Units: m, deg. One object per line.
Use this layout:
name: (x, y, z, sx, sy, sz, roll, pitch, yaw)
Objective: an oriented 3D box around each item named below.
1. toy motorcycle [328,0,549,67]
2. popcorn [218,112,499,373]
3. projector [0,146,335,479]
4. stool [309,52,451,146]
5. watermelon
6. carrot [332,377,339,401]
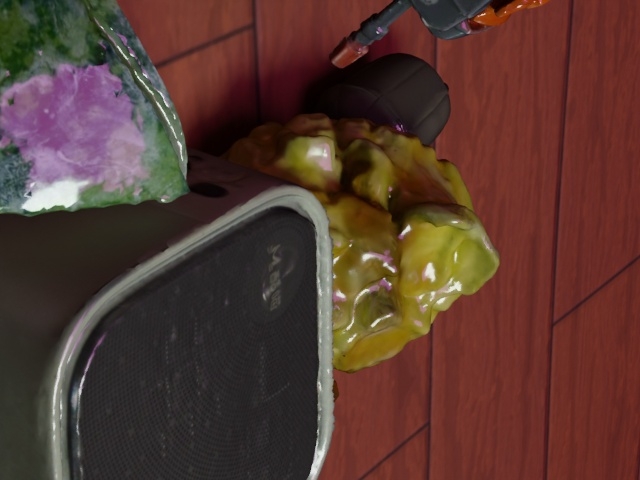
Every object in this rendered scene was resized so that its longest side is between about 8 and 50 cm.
toy motorcycle: (0.033, -0.271, 1.153, 0.326, 0.221, 0.148, 53, 44, 2)
popcorn: (0.007, 0.003, 1.274, 0.235, 0.217, 0.181, -12, 116, -34)
projector: (-0.160, 0.071, 1.036, 0.248, 0.249, 0.248, -32, 131, -45)
stool: (0.051, -0.101, 1.406, 0.110, 0.096, 0.096, -41, 136, -44)
watermelon: (-0.232, -0.092, 0.912, 0.232, 0.310, 0.193, -92, 173, -52)
carrot: (-0.088, 0.121, 1.337, 0.314, 0.066, 0.066, 10, 97, -56)
